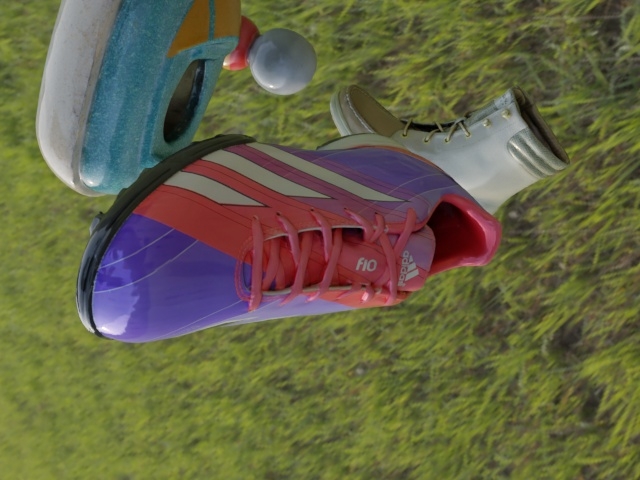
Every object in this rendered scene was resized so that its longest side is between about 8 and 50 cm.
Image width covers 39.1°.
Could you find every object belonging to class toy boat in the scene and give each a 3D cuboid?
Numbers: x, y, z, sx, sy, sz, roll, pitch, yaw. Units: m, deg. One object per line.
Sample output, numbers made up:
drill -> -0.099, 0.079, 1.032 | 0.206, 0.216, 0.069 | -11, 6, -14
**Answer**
toy boat -> -0.107, -0.169, 0.791 | 0.148, 0.318, 0.267 | 24, 109, 9

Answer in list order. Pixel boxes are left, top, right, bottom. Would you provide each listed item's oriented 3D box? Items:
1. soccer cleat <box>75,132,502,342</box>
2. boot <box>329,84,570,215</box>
soccer cleat -> 0.000, 0.000, 0.539 | 0.116, 0.318, 0.108 | 28, 115, 27
boot -> 0.129, -0.112, 0.918 | 0.213, 0.077, 0.165 | 43, 128, -13
